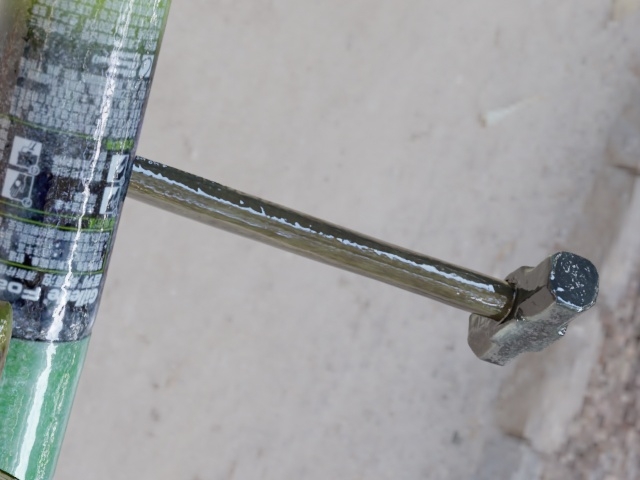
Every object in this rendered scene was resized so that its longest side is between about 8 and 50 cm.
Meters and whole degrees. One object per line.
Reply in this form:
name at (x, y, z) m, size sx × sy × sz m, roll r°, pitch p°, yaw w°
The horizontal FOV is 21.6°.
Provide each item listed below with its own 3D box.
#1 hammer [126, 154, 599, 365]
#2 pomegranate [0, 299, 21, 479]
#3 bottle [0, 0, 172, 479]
hammer at (0.000, 0.000, 1.080) m, size 0.365 × 0.111 × 0.043 m, roll 18°, pitch 61°, yaw -20°
pomegranate at (-0.153, 0.119, 0.598) m, size 0.159 × 0.159 × 0.205 m, roll 13°, pitch 83°, yaw -54°
bottle at (-0.157, -0.023, 0.936) m, size 0.093 × 0.093 × 0.330 m, roll 0°, pitch 109°, yaw -53°
